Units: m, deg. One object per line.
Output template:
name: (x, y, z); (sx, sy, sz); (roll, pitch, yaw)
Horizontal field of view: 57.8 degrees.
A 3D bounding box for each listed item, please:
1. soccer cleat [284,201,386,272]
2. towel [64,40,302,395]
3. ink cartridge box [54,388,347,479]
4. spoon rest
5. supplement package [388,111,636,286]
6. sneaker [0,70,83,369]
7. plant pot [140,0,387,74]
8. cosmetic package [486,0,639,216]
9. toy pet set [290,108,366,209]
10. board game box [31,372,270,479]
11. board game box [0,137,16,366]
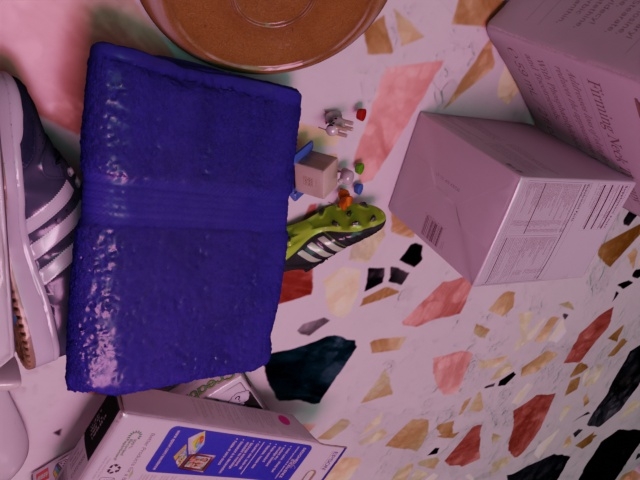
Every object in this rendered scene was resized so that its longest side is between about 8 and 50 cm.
soccer cleat: (0.000, 0.000, 0.753); (0.179, 0.060, 0.072); (-18, 139, -11)
towel: (-0.131, -0.016, 0.570); (0.228, 0.076, 0.308); (2, 97, -43)
ink cartridge box: (-0.148, 0.309, 0.798); (0.371, 0.069, 0.175); (25, 105, -36)
spoon rest: (-0.394, 0.211, 0.662); (0.137, 0.084, 0.276); (10, 129, -34)
supplement package: (0.239, -0.057, 0.756); (0.203, 0.194, 0.149); (-1, 122, -29)
sneaker: (-0.237, -0.023, 0.567); (0.153, 0.099, 0.282); (-16, 118, -36)
plant pot: (-0.041, -0.223, 0.504); (0.236, 0.032, 0.236); (-9, 155, -4)
cosmetic package: (0.481, -0.203, 0.663); (0.327, 0.393, 0.329); (-45, 131, 4)
toy pet set: (0.001, -0.091, 0.699); (0.114, 0.065, 0.122); (-48, 148, -43)
board game box: (-0.218, 0.311, 0.838); (0.305, 0.053, 0.193); (-31, 131, -9)
board game box: (-0.411, -0.090, 0.361); (0.390, 0.050, 0.390); (2, 114, -15)
